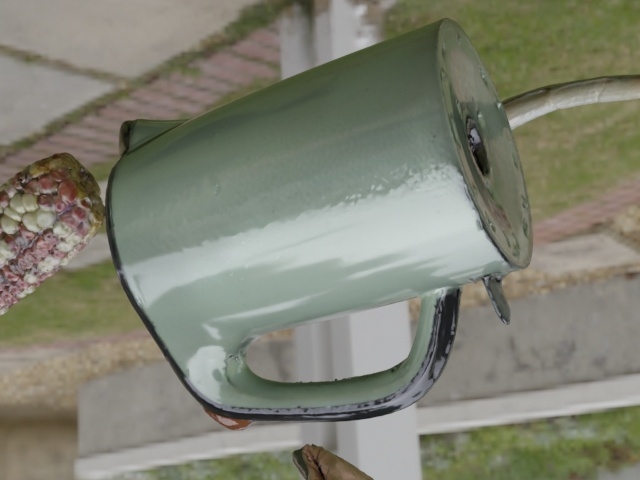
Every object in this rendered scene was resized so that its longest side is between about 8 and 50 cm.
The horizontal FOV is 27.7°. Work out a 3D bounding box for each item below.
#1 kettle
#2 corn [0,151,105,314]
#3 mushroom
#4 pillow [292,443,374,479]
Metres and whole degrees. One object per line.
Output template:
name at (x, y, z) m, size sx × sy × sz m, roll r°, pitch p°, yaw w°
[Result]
kettle at (0.000, 0.000, 0.847) m, size 0.255 × 0.240 × 0.165 m, roll -17°, pitch 173°, yaw 19°
corn at (-0.262, 0.026, 0.964) m, size 0.237 × 0.079 × 0.079 m, roll -36°, pitch 160°, yaw 3°
mushroom at (0.156, -0.084, 0.943) m, size 0.306 × 0.043 × 0.068 m, roll -18°, pitch -168°, yaw 31°
pillow at (0.050, 0.246, 0.942) m, size 0.043 × 0.232 × 0.126 m, roll -40°, pitch 126°, yaw 12°
